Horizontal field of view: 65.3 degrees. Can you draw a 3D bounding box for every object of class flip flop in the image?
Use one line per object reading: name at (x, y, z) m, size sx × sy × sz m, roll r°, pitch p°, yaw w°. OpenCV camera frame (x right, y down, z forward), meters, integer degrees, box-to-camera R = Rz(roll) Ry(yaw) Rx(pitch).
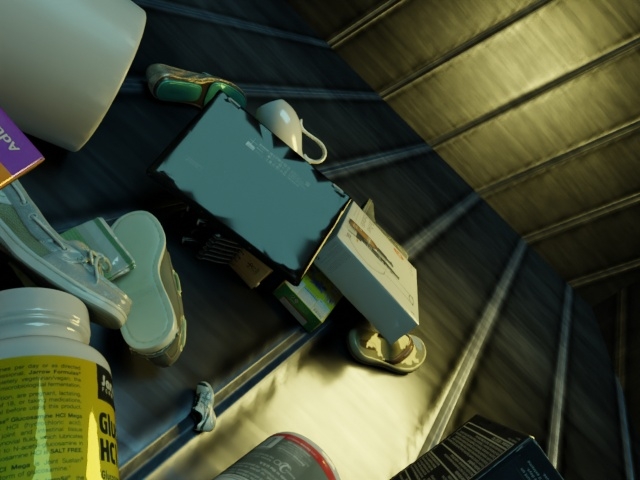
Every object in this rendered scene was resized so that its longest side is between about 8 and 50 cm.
flip flop at (0.180, 0.261, 1.251) m, size 0.277 × 0.080 × 0.112 m, roll 20°, pitch 39°, yaw -38°

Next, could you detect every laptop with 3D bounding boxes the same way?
laptop at (-0.147, -0.140, 1.187) m, size 0.382 × 0.236 × 0.408 m, roll 38°, pitch 61°, yaw -12°

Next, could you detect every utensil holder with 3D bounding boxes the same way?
utensil holder at (-0.546, -0.370, 0.845) m, size 0.385 × 0.327 × 0.328 m, roll 27°, pitch 35°, yaw -36°

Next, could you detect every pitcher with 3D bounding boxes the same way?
pitcher at (-0.086, -0.301, 1.448) m, size 0.177 × 0.125 × 0.207 m, roll -24°, pitch 97°, yaw -22°

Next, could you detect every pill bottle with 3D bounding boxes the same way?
pill bottle at (-0.321, 0.228, 0.543) m, size 0.187 × 0.188 × 0.334 m, roll 16°, pitch 43°, yaw -42°
pill bottle at (-0.104, 0.388, 0.656) m, size 0.161 × 0.161 × 0.283 m, roll 54°, pitch 31°, yaw 13°

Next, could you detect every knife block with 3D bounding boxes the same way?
knife block at (-0.179, -0.026, 1.126) m, size 0.242 × 0.088 × 0.275 m, roll 48°, pitch 30°, yaw 1°

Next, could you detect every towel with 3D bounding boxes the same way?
towel at (-0.387, 0.038, 0.786) m, size 0.152 × 0.023 × 0.113 m, roll -34°, pitch 74°, yaw -29°

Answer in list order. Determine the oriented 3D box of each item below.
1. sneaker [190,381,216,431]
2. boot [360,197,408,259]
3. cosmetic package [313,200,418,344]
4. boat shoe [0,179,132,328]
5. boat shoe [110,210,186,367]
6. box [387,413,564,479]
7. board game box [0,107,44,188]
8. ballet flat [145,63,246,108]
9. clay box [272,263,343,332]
sneaker at (-0.194, 0.268, 0.813) m, size 0.036 × 0.032 × 0.083 m, roll 17°, pitch 41°, yaw -42°
boot at (0.200, -0.020, 1.619) m, size 0.208 × 0.076 × 0.190 m, roll 34°, pitch 46°, yaw -9°
cosmetic package at (0.130, 0.064, 1.312) m, size 0.284 × 0.097 × 0.377 m, roll 49°, pitch 18°, yaw -7°
boat shoe at (-0.390, 0.007, 0.723) m, size 0.320 × 0.118 × 0.103 m, roll 34°, pitch 62°, yaw 13°
boat shoe at (-0.298, 0.075, 0.854) m, size 0.109 × 0.091 × 0.305 m, roll -19°, pitch 51°, yaw -9°
box at (0.213, 0.439, 0.763) m, size 0.183 × 0.294 × 0.296 m, roll 56°, pitch -4°, yaw 13°
board game box at (-0.535, -0.058, 0.350) m, size 0.356 × 0.356 × 0.357 m, roll 57°, pitch 25°, yaw -24°
ballet flat at (-0.342, -0.430, 1.392) m, size 0.316 × 0.108 × 0.106 m, roll 0°, pitch 44°, yaw -53°
clay box at (-0.013, 0.113, 1.208) m, size 0.127 × 0.053 × 0.222 m, roll 47°, pitch 29°, yaw 1°
